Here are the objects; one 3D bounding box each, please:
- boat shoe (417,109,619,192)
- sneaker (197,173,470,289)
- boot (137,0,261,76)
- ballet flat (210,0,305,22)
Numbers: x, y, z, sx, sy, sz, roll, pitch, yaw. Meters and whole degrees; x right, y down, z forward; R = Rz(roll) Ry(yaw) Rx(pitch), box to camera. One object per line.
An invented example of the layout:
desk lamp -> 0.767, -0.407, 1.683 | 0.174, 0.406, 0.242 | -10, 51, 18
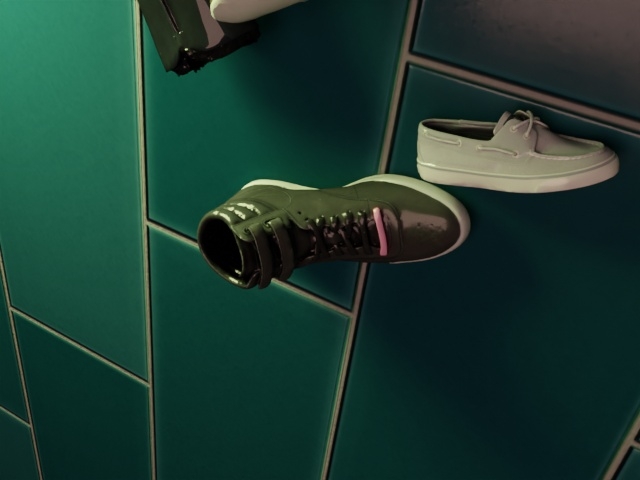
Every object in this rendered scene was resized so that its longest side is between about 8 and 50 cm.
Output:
boat shoe -> 0.172, -0.086, 0.628 | 0.184, 0.066, 0.063 | 11, 124, 39
sneaker -> 0.000, 0.000, 0.731 | 0.295, 0.147, 0.105 | 5, 118, 30
boot -> -0.108, -0.287, 0.660 | 0.246, 0.094, 0.207 | -19, 105, 41
ballet flat -> 0.060, -0.290, 0.510 | 0.139, 0.139, 0.400 | 45, 121, 2
